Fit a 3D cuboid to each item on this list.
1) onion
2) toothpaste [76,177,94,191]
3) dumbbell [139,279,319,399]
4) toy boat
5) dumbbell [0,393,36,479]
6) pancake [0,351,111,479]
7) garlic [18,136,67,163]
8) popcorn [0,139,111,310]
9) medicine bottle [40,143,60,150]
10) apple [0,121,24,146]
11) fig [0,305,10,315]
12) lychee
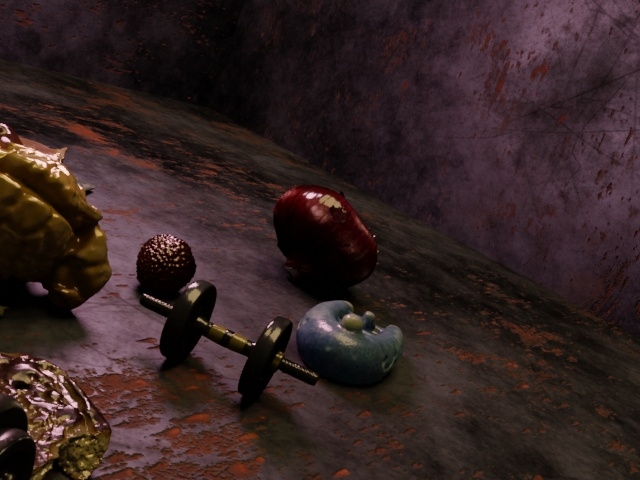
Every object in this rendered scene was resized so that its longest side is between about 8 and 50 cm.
[{"bbox_3d":[0.000,0.000,1.806,0.314,0.232,0.314,38,-25,21],"label":"onion"},{"bbox_3d":[-0.613,-0.123,1.758,0.062,0.039,0.239,24,12,-8],"label":"toothpaste"},{"bbox_3d":[-0.152,0.161,1.172,0.325,0.143,0.143,24,14,9],"label":"dumbbell"},{"bbox_3d":[0.071,0.183,1.469,0.215,0.123,0.330,28,14,17],"label":"toy boat"},{"bbox_3d":[-0.378,0.197,0.616,0.290,0.192,0.192,23,14,4],"label":"dumbbell"},{"bbox_3d":[-0.363,0.210,0.869,0.212,0.056,0.257,10,25,-17],"label":"pancake"},{"bbox_3d":[-0.722,-0.183,1.597,0.266,0.128,0.148,26,20,-23],"label":"garlic"},{"bbox_3d":[-0.487,-0.035,1.188,0.332,0.265,0.225,45,57,1],"label":"popcorn"},{"bbox_3d":[-0.723,-0.191,1.704,0.191,0.107,0.107,16,15,-22],"label":"medicine bottle"},{"bbox_3d":[-0.666,-0.130,1.352,0.230,0.230,0.230,20,14,-5],"label":"apple"},{"bbox_3d":[-0.581,0.040,1.059,0.257,0.159,0.159,37,8,-23],"label":"fig"},{"bbox_3d":[-0.310,0.046,1.423,0.123,0.123,0.129,29,25,27],"label":"lychee"}]
